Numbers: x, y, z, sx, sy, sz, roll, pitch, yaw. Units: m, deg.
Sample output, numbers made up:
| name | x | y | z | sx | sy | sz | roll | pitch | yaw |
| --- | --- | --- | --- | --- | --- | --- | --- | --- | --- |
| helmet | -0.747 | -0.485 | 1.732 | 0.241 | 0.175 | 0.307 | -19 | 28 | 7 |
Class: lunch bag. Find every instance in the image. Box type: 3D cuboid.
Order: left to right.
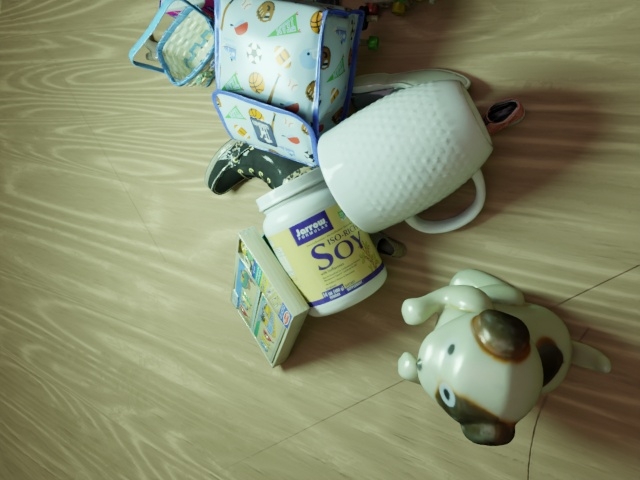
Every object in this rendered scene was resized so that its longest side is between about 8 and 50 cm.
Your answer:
| name | x | y | z | sx | sy | sz | roll | pitch | yaw |
| --- | --- | --- | --- | --- | --- | --- | --- | --- | --- |
| lunch bag | -0.097 | -0.404 | 1.171 | 0.328 | 0.239 | 0.385 | 23 | 123 | 23 |

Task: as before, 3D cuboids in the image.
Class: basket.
| name | x | y | z | sx | sy | sz | roll | pitch | yaw |
| --- | --- | --- | --- | --- | --- | --- | --- | --- | --- |
| basket | -0.431 | -0.628 | 1.456 | 0.255 | 0.289 | 0.201 | -39 | 71 | 26 |

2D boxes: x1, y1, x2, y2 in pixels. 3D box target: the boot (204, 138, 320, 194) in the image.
| name | x | y | z | sx | sy | sz | roll | pitch | yaw |
| --- | --- | --- | --- | --- | --- | --- | --- | --- | --- |
| boot | -0.166 | -0.196 | 1.384 | 0.377 | 0.138 | 0.284 | -38 | 70 | 16 |

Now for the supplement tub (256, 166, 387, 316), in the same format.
| name | x | y | z | sx | sy | sz | roll | pitch | yaw |
| --- | --- | --- | --- | --- | --- | --- | --- | --- | --- |
| supplement tub | 0.000 | 0.000 | 1.171 | 0.241 | 0.241 | 0.331 | -24 | 97 | 29 |

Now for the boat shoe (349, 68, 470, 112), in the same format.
| name | x | y | z | sx | sy | sz | roll | pitch | yaw |
| --- | --- | --- | --- | --- | --- | --- | --- | --- | --- |
| boat shoe | 0.226 | -0.377 | 1.188 | 0.319 | 0.116 | 0.099 | 8 | 133 | 25 |

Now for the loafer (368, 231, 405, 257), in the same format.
| name | x | y | z | sx | sy | sz | roll | pitch | yaw |
| --- | --- | --- | --- | --- | --- | --- | --- | --- | --- |
| loafer | 0.158 | 0.004 | 1.232 | 0.148 | 0.050 | 0.056 | 20 | 100 | 30 |

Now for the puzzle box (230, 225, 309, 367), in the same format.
| name | x | y | z | sx | sy | sz | roll | pitch | yaw |
| --- | --- | --- | --- | --- | --- | --- | --- | --- | --- |
| puzzle box | -0.159 | 0.179 | 1.288 | 0.272 | 0.052 | 0.409 | 53 | 151 | 21 |

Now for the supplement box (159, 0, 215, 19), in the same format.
| name | x | y | z | sx | sy | sz | roll | pitch | yaw |
| --- | --- | --- | --- | --- | --- | --- | --- | --- | --- |
| supplement box | -0.434 | -0.835 | 1.565 | 0.220 | 0.111 | 0.114 | 7 | 93 | 31 |

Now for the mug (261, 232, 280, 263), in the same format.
| name | x | y | z | sx | sy | sz | roll | pitch | yaw |
| --- | --- | --- | --- | --- | --- | --- | --- | --- | --- |
| mug | -0.095 | 0.008 | 1.353 | 0.129 | 0.097 | 0.157 | -23 | 113 | 28 |

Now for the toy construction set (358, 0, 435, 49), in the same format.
| name | x | y | z | sx | sy | sz | roll | pitch | yaw |
| --- | --- | --- | --- | --- | --- | --- | --- | --- | --- |
| toy construction set | 0.222 | -0.681 | 1.142 | 0.237 | 0.257 | 0.309 | 9 | 71 | 13 |

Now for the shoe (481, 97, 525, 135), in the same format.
| name | x | y | z | sx | sy | sz | roll | pitch | yaw |
| --- | --- | --- | --- | --- | --- | --- | --- | --- | --- |
| shoe | 0.389 | -0.277 | 1.079 | 0.178 | 0.081 | 0.063 | -24 | 77 | 29 |

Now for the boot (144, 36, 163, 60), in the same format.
| name | x | y | z | sx | sy | sz | roll | pitch | yaw |
| --- | --- | --- | --- | --- | --- | --- | --- | --- | --- |
| boot | -0.622 | -0.734 | 1.722 | 0.087 | 0.042 | 0.118 | -3 | 89 | 25 |

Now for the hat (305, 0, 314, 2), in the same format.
| name | x | y | z | sx | sy | sz | roll | pitch | yaw |
| --- | --- | --- | --- | --- | --- | --- | --- | --- | --- |
| hat | -0.170 | -0.727 | 1.362 | 0.331 | 0.134 | 0.331 | 9 | 107 | 31 |

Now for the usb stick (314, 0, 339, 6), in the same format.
| name | x | y | z | sx | sy | sz | roll | pitch | yaw |
| --- | --- | --- | --- | --- | --- | --- | --- | --- | --- |
| usb stick | 0.016 | -0.633 | 1.330 | 0.077 | 0.045 | 0.278 | 2 | 90 | 24 |

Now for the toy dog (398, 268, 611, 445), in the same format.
| name | x | y | z | sx | sy | sz | roll | pitch | yaw |
| --- | --- | --- | --- | --- | --- | --- | --- | --- | --- |
| toy dog | 0.339 | 0.244 | 0.912 | 0.395 | 0.408 | 0.284 | 22 | 101 | 30 |

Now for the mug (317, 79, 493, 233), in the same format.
| name | x | y | z | sx | sy | sz | roll | pitch | yaw |
| --- | --- | --- | --- | --- | --- | --- | --- | --- | --- |
| mug | 0.232 | -0.170 | 1.067 | 0.328 | 0.276 | 0.374 | -26 | 115 | 28 |
